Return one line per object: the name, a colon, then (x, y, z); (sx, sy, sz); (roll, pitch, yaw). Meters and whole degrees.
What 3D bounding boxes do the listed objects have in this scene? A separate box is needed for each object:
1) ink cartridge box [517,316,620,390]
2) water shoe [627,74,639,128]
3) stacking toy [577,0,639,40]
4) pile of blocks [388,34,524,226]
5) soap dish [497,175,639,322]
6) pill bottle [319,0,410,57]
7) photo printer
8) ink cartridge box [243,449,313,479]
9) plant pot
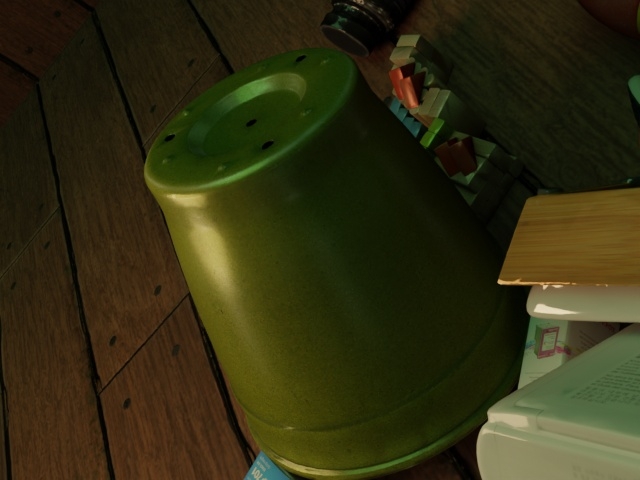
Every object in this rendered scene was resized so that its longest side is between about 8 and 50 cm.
ink cartridge box: (0.251, 0.122, 0.915); (0.052, 0.088, 0.122); (-9, 57, 49)
water shoe: (0.397, -0.111, 0.950); (0.080, 0.073, 0.203); (-28, 49, 8)
stacking toy: (0.403, -0.284, 0.896); (0.350, 0.350, 0.480); (-40, 53, 22)
pile of blocks: (0.135, -0.161, 1.235); (0.149, 0.112, 0.362); (-42, 39, 19)
soap dish: (0.336, -0.001, 0.789); (0.291, 0.229, 0.118); (-2, 94, 48)
pill bottle: (0.091, -0.413, 1.462); (0.123, 0.123, 0.219); (22, 81, 53)
photo printer: (0.312, 0.136, 0.693); (0.256, 0.307, 0.107); (3, 107, 50)
ink cartridge box: (-0.051, 0.357, 1.045); (0.191, 0.139, 0.082); (-57, 37, 0)
plant pot: (0.000, 0.000, 0.976); (0.366, 0.353, 0.366); (-21, 32, 14)
